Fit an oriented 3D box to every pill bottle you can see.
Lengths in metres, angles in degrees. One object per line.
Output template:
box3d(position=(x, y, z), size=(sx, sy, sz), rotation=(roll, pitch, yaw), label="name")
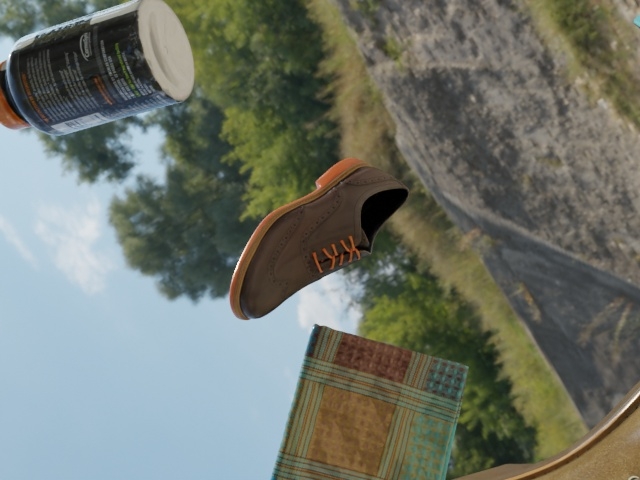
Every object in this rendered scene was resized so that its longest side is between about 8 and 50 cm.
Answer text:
box3d(position=(-0.291, -0.205, 1.000), size=(0.130, 0.245, 0.131), rotation=(-11, -90, -72), label="pill bottle")

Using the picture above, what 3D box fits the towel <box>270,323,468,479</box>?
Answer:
box3d(position=(0.067, 0.340, 1.243), size=(0.271, 0.370, 0.040), rotation=(16, 172, -11), label="towel")

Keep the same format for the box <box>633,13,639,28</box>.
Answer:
box3d(position=(0.302, -0.121, 0.556), size=(0.100, 0.060, 0.244), rotation=(37, -157, -12), label="box")

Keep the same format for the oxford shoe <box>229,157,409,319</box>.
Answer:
box3d(position=(0.000, 0.000, 0.980), size=(0.098, 0.271, 0.097), rotation=(23, 150, 38), label="oxford shoe")

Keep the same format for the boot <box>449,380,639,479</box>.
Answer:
box3d(position=(0.160, 0.133, 0.377), size=(0.112, 0.305, 0.115), rotation=(57, -163, 0), label="boot")
